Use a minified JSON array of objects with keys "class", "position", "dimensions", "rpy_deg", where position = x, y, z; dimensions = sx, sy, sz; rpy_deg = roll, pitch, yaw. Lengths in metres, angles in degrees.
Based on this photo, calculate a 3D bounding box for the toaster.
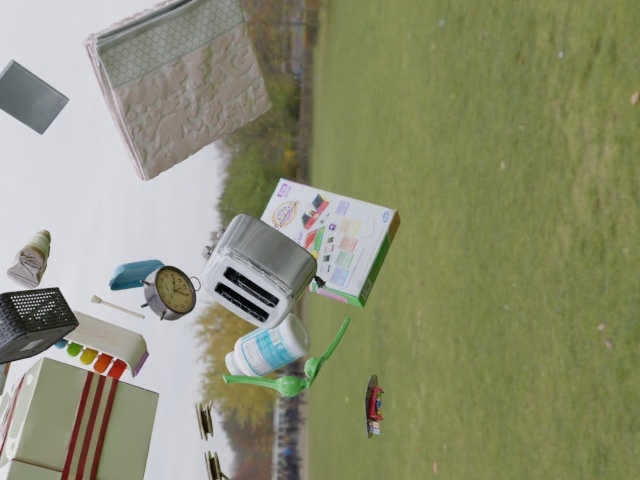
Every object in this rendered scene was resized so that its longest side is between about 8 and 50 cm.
[{"class":"toaster","position":[-0.108,0.064,1.440],"dimensions":[0.129,0.227,0.146],"rpy_deg":[-55,2,34]}]

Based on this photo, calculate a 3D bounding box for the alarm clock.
[{"class":"alarm clock","position":[-0.355,0.125,1.912],"dimensions":[0.192,0.064,0.129],"rpy_deg":[-21,-98,-56]}]

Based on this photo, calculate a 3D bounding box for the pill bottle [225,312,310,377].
[{"class":"pill bottle","position":[-0.174,0.351,2.541],"dimensions":[0.146,0.264,0.146],"rpy_deg":[53,-161,-26]}]

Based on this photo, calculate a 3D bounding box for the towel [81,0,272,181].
[{"class":"towel","position":[-0.264,-0.318,1.549],"dimensions":[0.053,0.332,0.317],"rpy_deg":[36,150,42]}]

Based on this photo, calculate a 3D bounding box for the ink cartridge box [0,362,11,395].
[{"class":"ink cartridge box","position":[-0.879,0.358,2.195],"dimensions":[0.179,0.045,0.145],"rpy_deg":[134,148,-80]}]

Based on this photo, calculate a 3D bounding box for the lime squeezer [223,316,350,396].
[{"class":"lime squeezer","position":[-0.046,0.275,1.705],"dimensions":[0.110,0.310,0.059],"rpy_deg":[49,157,45]}]

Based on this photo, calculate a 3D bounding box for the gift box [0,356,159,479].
[{"class":"gift box","position":[-0.438,0.389,1.344],"dimensions":[0.276,0.255,0.258],"rpy_deg":[-43,34,45]}]

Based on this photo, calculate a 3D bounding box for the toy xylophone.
[{"class":"toy xylophone","position":[-0.683,0.300,2.468],"dimensions":[0.236,0.323,0.081],"rpy_deg":[-55,-13,-49]}]

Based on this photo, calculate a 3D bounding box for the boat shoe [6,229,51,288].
[{"class":"boat shoe","position":[-0.865,0.063,2.368],"dimensions":[0.285,0.104,0.089],"rpy_deg":[-36,28,49]}]

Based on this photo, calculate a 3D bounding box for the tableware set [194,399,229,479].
[{"class":"tableware set","position":[-0.243,0.462,1.782],"dimensions":[0.128,0.039,0.194],"rpy_deg":[102,156,-77]}]

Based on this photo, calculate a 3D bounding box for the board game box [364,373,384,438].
[{"class":"board game box","position":[0.153,0.440,2.089],"dimensions":[0.133,0.033,0.168],"rpy_deg":[-50,-41,-61]}]

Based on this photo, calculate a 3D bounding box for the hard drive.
[{"class":"hard drive","position":[-0.580,-0.282,1.555],"dimensions":[0.094,0.135,0.022],"rpy_deg":[-51,43,3]}]

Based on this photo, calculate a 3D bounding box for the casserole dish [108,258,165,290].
[{"class":"casserole dish","position":[-0.552,0.100,2.361],"dimensions":[0.114,0.188,0.037],"rpy_deg":[-51,58,40]}]

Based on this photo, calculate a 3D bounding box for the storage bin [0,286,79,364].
[{"class":"storage bin","position":[-0.537,0.154,1.405],"dimensions":[0.084,0.122,0.180],"rpy_deg":[57,-165,10]}]

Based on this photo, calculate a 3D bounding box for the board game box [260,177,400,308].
[{"class":"board game box","position":[0.000,0.000,1.875],"dimensions":[0.242,0.316,0.064],"rpy_deg":[-64,-24,-20]}]
